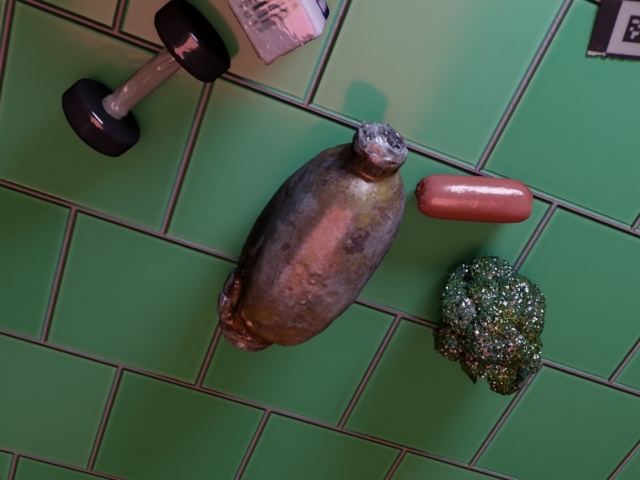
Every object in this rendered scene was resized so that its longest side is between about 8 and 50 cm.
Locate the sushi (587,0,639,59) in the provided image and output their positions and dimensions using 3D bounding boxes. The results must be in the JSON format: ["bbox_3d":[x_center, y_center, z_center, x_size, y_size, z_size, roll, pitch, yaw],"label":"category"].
[{"bbox_3d":[0.523,-0.349,0.687,0.359,0.064,0.343,5,120,-3],"label":"sushi"}]

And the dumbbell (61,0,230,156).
[{"bbox_3d":[-0.208,-0.191,0.751,0.191,0.100,0.100,-34,113,15],"label":"dumbbell"}]

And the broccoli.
[{"bbox_3d":[0.239,0.118,0.888,0.195,0.195,0.156,17,150,-9],"label":"broccoli"}]

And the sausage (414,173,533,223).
[{"bbox_3d":[0.204,-0.056,0.844,0.154,0.062,0.062,4,117,-2],"label":"sausage"}]

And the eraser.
[{"bbox_3d":[-0.095,-0.340,0.661,0.086,0.130,0.287,-25,116,16],"label":"eraser"}]

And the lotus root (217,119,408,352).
[{"bbox_3d":[0.002,0.000,0.811,0.175,0.175,0.349,31,113,-15],"label":"lotus root"}]
